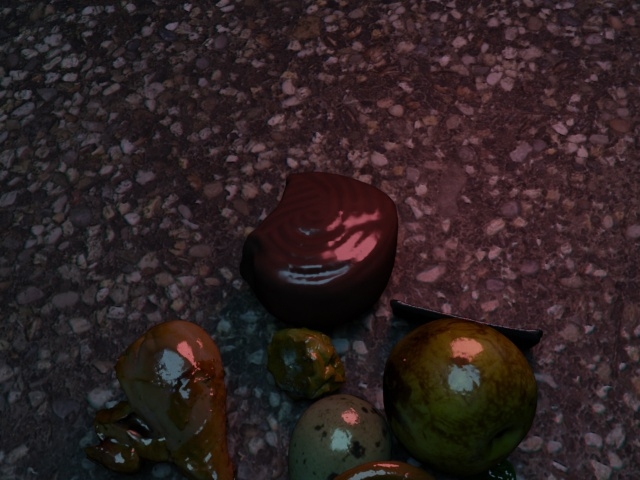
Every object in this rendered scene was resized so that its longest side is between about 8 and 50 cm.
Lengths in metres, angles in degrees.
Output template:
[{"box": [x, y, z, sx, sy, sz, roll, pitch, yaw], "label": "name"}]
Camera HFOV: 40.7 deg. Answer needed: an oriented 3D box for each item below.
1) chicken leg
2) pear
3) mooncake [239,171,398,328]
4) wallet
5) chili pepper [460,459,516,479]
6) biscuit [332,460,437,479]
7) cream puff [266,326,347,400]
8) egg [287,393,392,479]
[{"box": [-0.262, 0.361, 1.527, 0.295, 0.182, 0.409, -28, 77, -5], "label": "chicken leg"}, {"box": [0.231, 0.261, 1.486, 0.284, 0.283, 0.283, -1, 58, 1], "label": "pear"}, {"box": [0.000, 0.000, 1.693, 0.326, 0.174, 0.334, -24, 54, -20], "label": "mooncake"}, {"box": [0.270, 0.157, 1.626, 0.286, 0.146, 0.030, 13, 77, 10], "label": "wallet"}, {"box": [0.225, 0.459, 1.479, 0.257, 0.074, 0.100, -24, 69, -19], "label": "chili pepper"}, {"box": [0.102, 0.481, 1.396, 0.262, 0.037, 0.261, -1, 98, -6], "label": "biscuit"}, {"box": [-0.021, 0.226, 1.612, 0.116, 0.146, 0.146, -4, 47, -49], "label": "cream puff"}, {"box": [0.028, 0.376, 1.477, 0.177, 0.177, 0.228, 18, 79, 13], "label": "egg"}]
